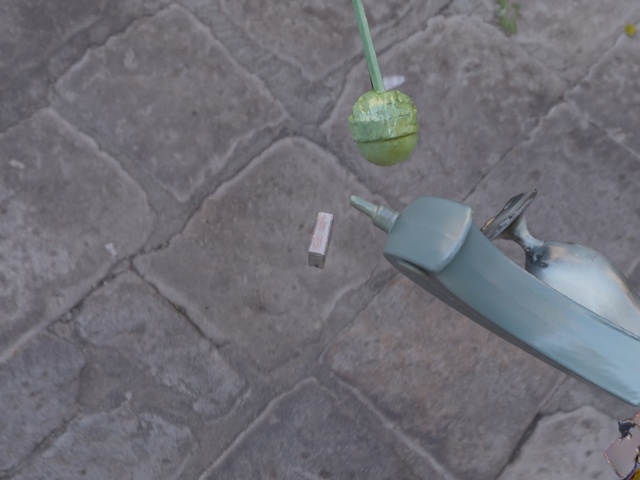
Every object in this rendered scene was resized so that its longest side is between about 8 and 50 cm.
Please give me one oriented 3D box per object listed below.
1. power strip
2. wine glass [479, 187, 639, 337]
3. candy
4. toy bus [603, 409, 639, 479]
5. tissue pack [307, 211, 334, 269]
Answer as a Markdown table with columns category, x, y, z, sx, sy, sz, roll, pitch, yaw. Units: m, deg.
| category | x | y | z | sx | sy | sz | roll | pitch | yaw |
| --- | --- | --- | --- | --- | --- | --- | --- | --- | --- |
| power strip | 0.130 | 0.036 | 0.593 | 0.253 | 0.167 | 0.054 | 32 | 85 | -18 |
| wine glass | 0.271 | 0.051 | 0.847 | 0.222 | 0.103 | 0.103 | 46 | 68 | 2 |
| candy | 0.053 | -0.257 | 0.968 | 0.092 | 0.093 | 0.335 | -11 | 99 | 22 |
| toy bus | 0.659 | 0.340 | 1.469 | 0.112 | 0.274 | 0.090 | 23 | 22 | -21 |
| tissue pack | 0.000 | 0.000 | 1.387 | 0.035 | 0.063 | 0.083 | 10 | 62 | 4 |
